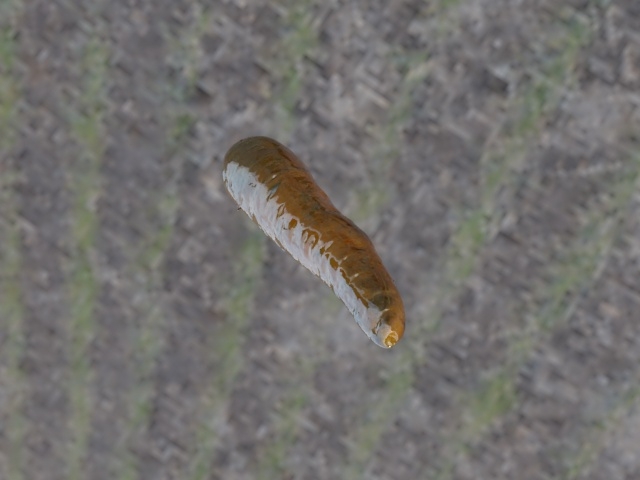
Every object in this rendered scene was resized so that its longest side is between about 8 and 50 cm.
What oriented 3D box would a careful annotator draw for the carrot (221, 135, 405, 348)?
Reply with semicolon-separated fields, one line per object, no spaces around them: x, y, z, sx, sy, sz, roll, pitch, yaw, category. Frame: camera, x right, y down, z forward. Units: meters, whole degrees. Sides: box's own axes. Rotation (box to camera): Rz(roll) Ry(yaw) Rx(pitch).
0.000;0.000;1.061;0.191;0.047;0.047;47;170;44;carrot
